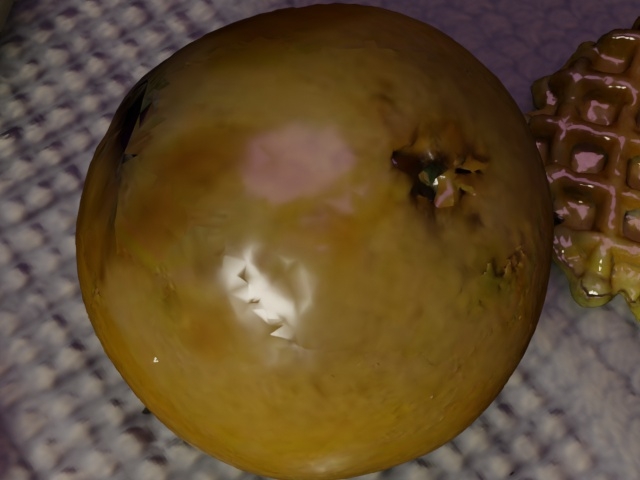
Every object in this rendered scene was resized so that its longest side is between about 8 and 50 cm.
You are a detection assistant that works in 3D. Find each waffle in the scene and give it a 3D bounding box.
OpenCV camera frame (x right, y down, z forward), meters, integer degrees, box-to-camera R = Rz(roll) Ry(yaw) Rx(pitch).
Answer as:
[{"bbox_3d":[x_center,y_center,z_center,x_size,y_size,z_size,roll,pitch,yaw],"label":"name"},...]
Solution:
[{"bbox_3d":[0.243,-0.041,0.915,0.243,0.059,0.238,-30,69,-14],"label":"waffle"}]

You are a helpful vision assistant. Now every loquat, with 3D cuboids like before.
[{"bbox_3d":[0.000,0.000,0.784,0.263,0.263,0.263,1,61,-1],"label":"loquat"}]

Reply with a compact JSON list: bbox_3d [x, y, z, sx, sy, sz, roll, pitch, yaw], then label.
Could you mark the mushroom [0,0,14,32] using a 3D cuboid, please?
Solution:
[{"bbox_3d":[-0.331,-0.160,0.855,0.315,0.315,0.356,-21,29,-13],"label":"mushroom"}]
